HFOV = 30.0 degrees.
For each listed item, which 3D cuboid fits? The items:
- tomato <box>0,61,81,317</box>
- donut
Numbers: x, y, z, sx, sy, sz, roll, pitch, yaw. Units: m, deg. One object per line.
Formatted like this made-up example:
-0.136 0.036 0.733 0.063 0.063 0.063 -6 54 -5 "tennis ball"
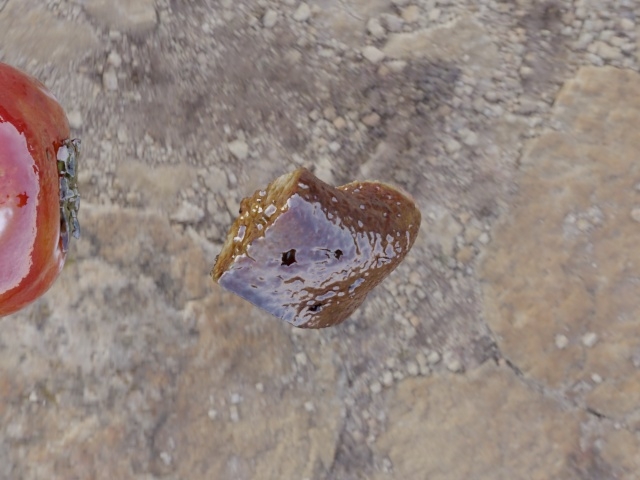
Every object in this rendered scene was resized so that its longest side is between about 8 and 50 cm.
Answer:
-0.443 -0.065 1.484 0.289 0.293 0.325 0 101 2 "tomato"
0.008 0.007 1.071 0.186 0.144 0.126 29 128 -26 "donut"
